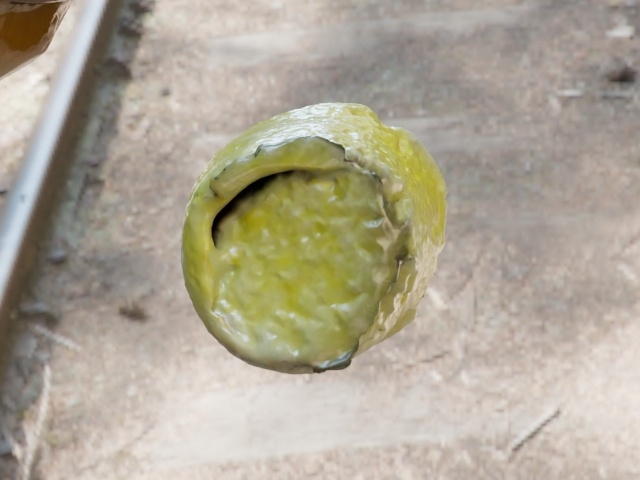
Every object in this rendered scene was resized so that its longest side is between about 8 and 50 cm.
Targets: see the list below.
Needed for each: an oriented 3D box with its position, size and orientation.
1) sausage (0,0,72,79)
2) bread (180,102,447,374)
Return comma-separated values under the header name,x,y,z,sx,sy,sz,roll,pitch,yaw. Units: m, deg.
name,x,y,z,sx,sy,sz,roll,pitch,yaw
sausage,-0.255,-0.135,0.869,0.328,0.112,0.112,-17,25,30
bread,-0.003,-0.002,0.952,0.197,0.197,0.170,-3,8,3
